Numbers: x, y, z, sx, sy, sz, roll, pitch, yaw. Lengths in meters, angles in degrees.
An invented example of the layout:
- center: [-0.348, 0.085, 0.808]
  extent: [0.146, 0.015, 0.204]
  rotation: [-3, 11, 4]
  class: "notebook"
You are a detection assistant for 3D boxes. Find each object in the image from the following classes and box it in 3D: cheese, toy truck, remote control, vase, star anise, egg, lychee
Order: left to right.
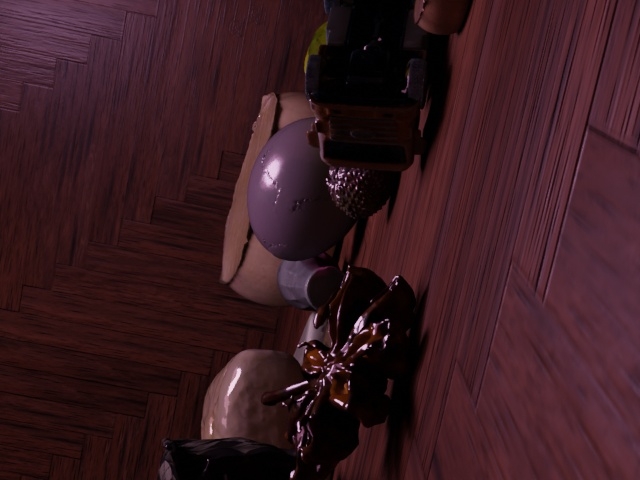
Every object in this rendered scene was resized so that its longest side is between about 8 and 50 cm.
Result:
- center: [-0.107, 0.336, 1.699]
  extent: [0.328, 0.129, 0.351]
  rotation: [134, 142, -77]
  class: "cheese"
- center: [-0.024, 0.189, 1.772]
  extent: [0.309, 0.038, 0.090]
  rotation: [109, 172, -61]
  class: "remote control"
- center: [-0.017, -0.061, 1.510]
  extent: [0.146, 0.146, 0.199]
  rotation: [-84, 13, -57]
  class: "egg"
- center: [-0.004, 0.055, 1.565]
  extent: [0.214, 0.086, 0.086]
  rotation: [-165, 86, -82]
  class: "vase"
- center: [0.015, 0.095, 0.961]
  extent: [0.177, 0.073, 0.234]
  rotation: [-61, 19, 7]
  class: "star anise"
- center: [0.042, -0.062, 1.234]
  extent: [0.067, 0.068, 0.083]
  rotation: [-129, 31, -61]
  class: "lychee"
- center: [0.056, -0.170, 1.109]
  extent: [0.140, 0.108, 0.257]
  rotation: [85, -168, -50]
  class: "toy truck"

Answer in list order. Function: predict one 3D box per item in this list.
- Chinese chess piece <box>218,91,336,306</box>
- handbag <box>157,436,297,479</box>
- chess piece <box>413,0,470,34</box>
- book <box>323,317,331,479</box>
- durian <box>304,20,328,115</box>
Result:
- center: [-0.053, -0.065, 1.892]
  extent: [0.338, 0.140, 0.338]
  rotation: [-166, 90, -80]
  class: "Chinese chess piece"
- center: [-0.081, 0.384, 1.072]
  extent: [0.317, 0.180, 0.416]
  rotation: [134, 140, -79]
  class: "handbag"
- center: [0.101, -0.208, 0.986]
  extent: [0.083, 0.038, 0.084]
  rotation: [-167, 90, -86]
  class: "chess piece"
- center: [0.006, 0.194, 1.365]
  extent: [0.161, 0.026, 0.231]
  rotation: [-130, 51, -85]
  class: "book"
- center: [0.043, -0.183, 1.411]
  extent: [0.250, 0.101, 0.139]
  rotation: [-83, -28, -51]
  class: "durian"
